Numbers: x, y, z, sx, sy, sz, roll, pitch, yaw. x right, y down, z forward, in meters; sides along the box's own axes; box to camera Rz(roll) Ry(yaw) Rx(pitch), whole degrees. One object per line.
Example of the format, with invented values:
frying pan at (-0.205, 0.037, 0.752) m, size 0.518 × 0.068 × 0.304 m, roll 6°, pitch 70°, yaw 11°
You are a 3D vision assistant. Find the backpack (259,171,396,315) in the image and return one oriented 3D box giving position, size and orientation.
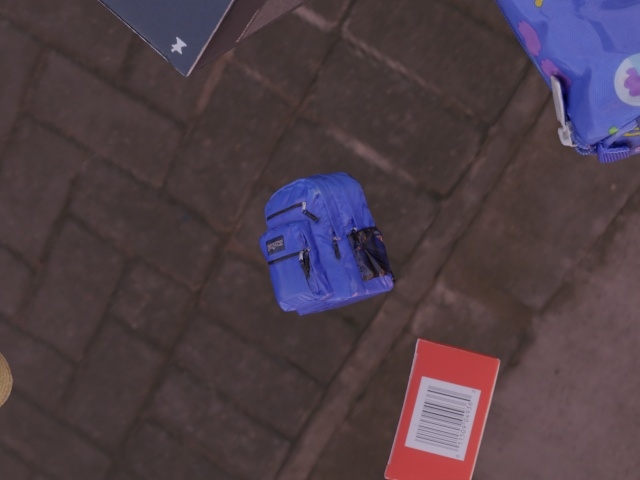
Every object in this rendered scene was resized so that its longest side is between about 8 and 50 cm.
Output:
backpack at (0.000, 0.000, 1.229) m, size 0.098 × 0.101 × 0.120 m, roll -20°, pitch 82°, yaw 44°

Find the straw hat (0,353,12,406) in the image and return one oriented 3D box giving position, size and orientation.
straw hat at (-0.425, 0.141, 1.615) m, size 0.144 × 0.144 × 0.061 m, roll 34°, pitch 127°, yaw 4°

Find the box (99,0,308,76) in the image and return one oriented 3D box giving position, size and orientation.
box at (-0.145, -0.442, 1.832) m, size 0.293 × 0.395 × 0.212 m, roll 41°, pitch 128°, yaw 4°

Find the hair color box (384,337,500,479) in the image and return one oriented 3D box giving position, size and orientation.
hair color box at (0.064, 0.092, 0.714) m, size 0.043 × 0.141 × 0.072 m, roll 14°, pitch 84°, yaw 8°

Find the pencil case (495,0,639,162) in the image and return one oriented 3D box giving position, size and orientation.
pencil case at (0.159, -0.190, 0.906) m, size 0.133 × 0.119 × 0.306 m, roll -30°, pitch 78°, yaw -2°
